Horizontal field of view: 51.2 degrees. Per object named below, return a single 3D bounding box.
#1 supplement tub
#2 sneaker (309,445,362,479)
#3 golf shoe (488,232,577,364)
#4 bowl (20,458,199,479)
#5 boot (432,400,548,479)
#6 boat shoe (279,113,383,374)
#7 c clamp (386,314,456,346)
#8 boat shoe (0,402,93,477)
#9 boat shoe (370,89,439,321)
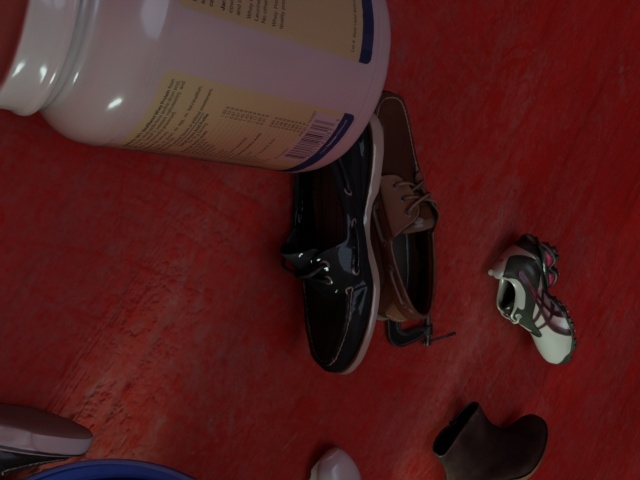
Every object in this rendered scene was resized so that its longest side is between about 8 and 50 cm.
[{"bbox_3d":[-0.122,-0.193,0.606,0.324,0.235,0.236,4,98,-41],"label":"supplement tub"},{"bbox_3d":[0.050,0.412,0.990,0.090,0.094,0.235,-27,115,-31],"label":"sneaker"},{"bbox_3d":[0.377,0.123,1.210,0.120,0.105,0.273,-29,113,-14],"label":"golf shoe"},{"bbox_3d":[-0.209,0.412,0.625,0.391,0.391,0.077,-50,169,-19],"label":"bowl"},{"bbox_3d":[0.314,0.359,1.200,0.248,0.090,0.207,-40,125,-22],"label":"boot"},{"bbox_3d":[0.003,0.000,0.831,0.113,0.127,0.340,3,97,-39],"label":"boat shoe"},{"bbox_3d":[0.154,0.101,1.053,0.137,0.022,0.161,-19,112,-29],"label":"c clamp"},{"bbox_3d":[-0.331,0.196,0.633,0.219,0.077,0.070,16,89,-33],"label":"boat shoe"},{"bbox_3d":[0.111,-0.042,0.912,0.123,0.116,0.325,-17,107,-37],"label":"boat shoe"}]
